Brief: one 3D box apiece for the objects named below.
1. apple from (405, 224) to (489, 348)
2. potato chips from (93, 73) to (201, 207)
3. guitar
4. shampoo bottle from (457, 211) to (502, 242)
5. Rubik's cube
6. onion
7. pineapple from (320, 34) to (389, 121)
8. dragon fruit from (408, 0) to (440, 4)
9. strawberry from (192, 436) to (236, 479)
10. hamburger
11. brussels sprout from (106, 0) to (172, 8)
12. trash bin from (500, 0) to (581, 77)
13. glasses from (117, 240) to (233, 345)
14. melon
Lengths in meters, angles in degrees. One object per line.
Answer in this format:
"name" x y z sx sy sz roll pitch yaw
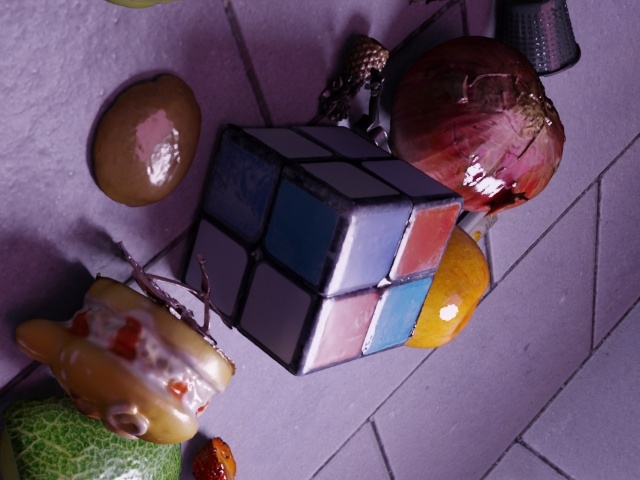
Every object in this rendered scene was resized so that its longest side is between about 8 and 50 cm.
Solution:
"apple" 0.212 0.090 1.920 0.299 0.275 0.299 -38 145 -33
"potato chips" -0.243 -0.139 1.352 0.208 0.062 0.195 -56 144 3
"guitar" 0.092 -0.216 1.623 0.038 0.084 0.271 -44 161 -15
"shampoo bottle" 0.345 -0.009 2.186 0.227 0.056 0.086 -44 143 -17
"Rubik's cube" 0.000 0.000 1.541 0.313 0.316 0.318 -9 126 -48
"onion" 0.296 -0.209 1.714 0.353 0.353 0.354 -31 139 -32
"pineapple" 0.056 -0.281 1.600 0.074 0.074 0.159 11 117 -54
"dragon fruit" 0.215 -0.473 1.590 0.142 0.121 0.130 -16 127 -12
"strawberry" -0.215 0.486 1.861 0.085 0.140 0.192 -12 158 3
"hamburger" -0.297 0.183 1.365 0.302 0.261 0.186 43 68 -14
"brussels sprout" -0.194 -0.409 1.030 0.328 0.247 0.328 -28 138 -29
"trash bin" 0.439 -0.441 1.866 0.175 0.175 0.161 -38 131 -25
"glasses" -0.230 0.068 1.443 0.095 0.162 0.255 -49 143 -13
"melon" -0.367 0.385 1.537 0.343 0.226 0.331 -16 93 -38
